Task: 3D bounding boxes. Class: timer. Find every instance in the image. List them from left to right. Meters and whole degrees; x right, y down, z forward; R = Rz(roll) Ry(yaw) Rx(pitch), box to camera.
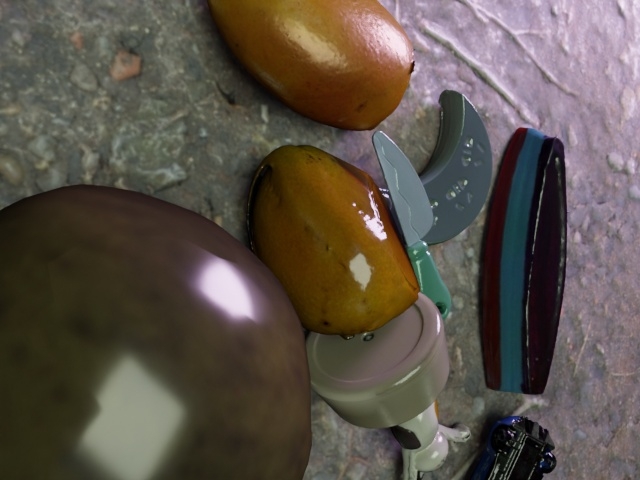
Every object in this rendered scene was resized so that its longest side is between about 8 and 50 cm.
[{"bbox_3d":[0.106,0.210,0.829,0.175,0.175,0.266,-41,124,-20],"label":"timer"}]

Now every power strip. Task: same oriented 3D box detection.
[{"bbox_3d":[0.139,-0.073,0.880,0.253,0.054,0.167,-44,106,-20],"label":"power strip"}]

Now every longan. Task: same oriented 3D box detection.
[{"bbox_3d":[-0.199,0.149,0.560,0.405,0.336,0.404,-4,102,-19],"label":"longan"}]

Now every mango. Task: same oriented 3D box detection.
[{"bbox_3d":[-0.018,-0.239,0.762,0.257,0.138,0.187,15,71,-31],"label":"mango"},{"bbox_3d":[0.000,0.000,0.757,0.166,0.136,0.236,-23,79,11],"label":"mango"}]

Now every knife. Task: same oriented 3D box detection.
[{"bbox_3d":[0.120,-0.016,0.826,0.063,0.034,0.260,-21,105,-22],"label":"knife"}]

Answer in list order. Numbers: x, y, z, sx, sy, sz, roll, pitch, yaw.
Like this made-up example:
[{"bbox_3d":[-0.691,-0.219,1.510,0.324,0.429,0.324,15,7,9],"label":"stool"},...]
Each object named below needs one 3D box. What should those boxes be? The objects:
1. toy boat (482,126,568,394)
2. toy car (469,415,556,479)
[{"bbox_3d":[0.303,0.027,0.951,0.136,0.079,0.392,4,90,-27],"label":"toy boat"},{"bbox_3d":[0.251,0.350,0.923,0.103,0.063,0.216,31,82,-21],"label":"toy car"}]
